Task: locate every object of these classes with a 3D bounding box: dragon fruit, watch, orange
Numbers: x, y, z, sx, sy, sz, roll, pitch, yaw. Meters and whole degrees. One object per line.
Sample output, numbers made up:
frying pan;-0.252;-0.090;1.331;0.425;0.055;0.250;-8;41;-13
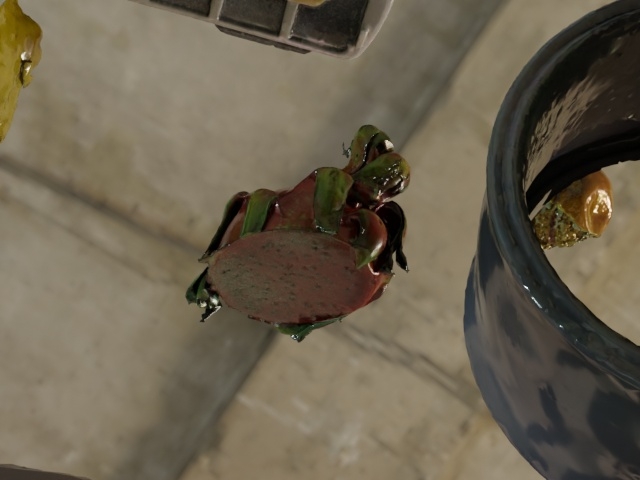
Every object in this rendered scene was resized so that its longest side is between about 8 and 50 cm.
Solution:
dragon fruit;0.000;0.000;1.282;0.142;0.138;0.175;29;-117;14
watch;0.256;0.016;0.975;0.327;0.314;0.335;-30;-118;-17
orange;0.192;-0.035;1.433;0.086;0.062;0.086;-5;-127;7

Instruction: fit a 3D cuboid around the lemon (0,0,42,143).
lemon;-0.384;-0.156;1.416;0.322;0.268;0.268;9;-151;-8

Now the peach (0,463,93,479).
peach;-0.172;0.253;0.760;0.406;0.310;0.335;-12;-155;-25

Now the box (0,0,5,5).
box;-0.171;-0.284;0.658;0.373;0.367;0.090;25;-179;42

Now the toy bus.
toy bus;-0.100;-0.254;1.523;0.343;0.138;0.097;15;-148;-6
